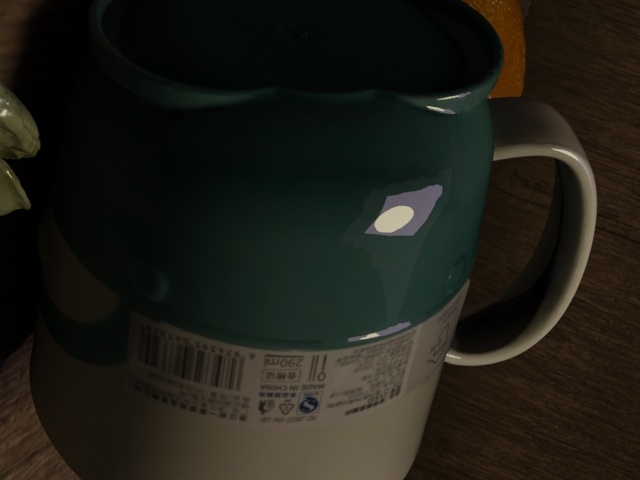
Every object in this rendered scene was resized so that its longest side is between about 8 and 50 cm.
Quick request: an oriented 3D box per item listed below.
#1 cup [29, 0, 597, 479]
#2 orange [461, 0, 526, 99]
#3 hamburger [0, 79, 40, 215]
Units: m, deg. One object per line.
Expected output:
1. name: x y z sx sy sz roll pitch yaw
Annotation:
1. cup: 0.000 0.000 0.871 0.219 0.290 0.257 -108 -156 -47
2. orange: 0.030 -0.113 1.027 0.206 0.206 0.206 22 90 -80
3. hamburger: -0.139 -0.042 0.595 0.121 0.084 0.054 75 36 -76
